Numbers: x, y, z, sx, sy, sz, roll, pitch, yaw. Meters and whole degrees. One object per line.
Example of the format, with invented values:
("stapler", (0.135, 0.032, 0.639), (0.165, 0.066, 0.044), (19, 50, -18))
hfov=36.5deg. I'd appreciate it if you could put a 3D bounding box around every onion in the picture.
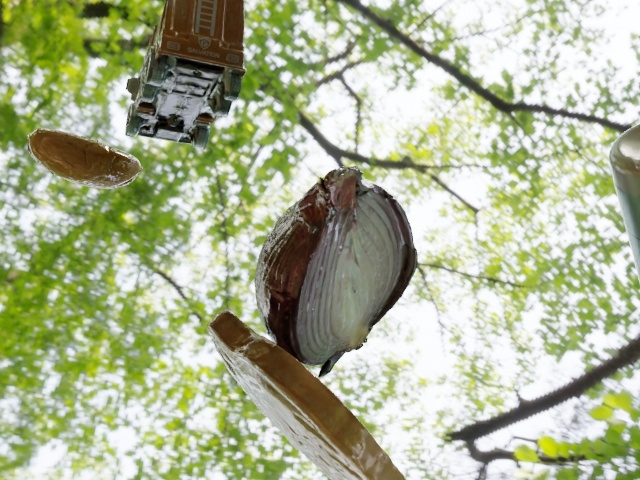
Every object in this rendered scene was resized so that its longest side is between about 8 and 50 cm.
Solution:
("onion", (0.000, 0.000, 1.391), (0.159, 0.348, 0.267), (29, -130, 34))

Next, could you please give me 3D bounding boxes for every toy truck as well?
("toy truck", (-0.204, -0.257, 1.449), (0.305, 0.136, 0.162), (143, -47, -65))

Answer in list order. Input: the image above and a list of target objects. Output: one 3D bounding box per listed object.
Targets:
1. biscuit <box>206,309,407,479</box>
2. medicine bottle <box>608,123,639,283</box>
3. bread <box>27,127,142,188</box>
("biscuit", (-0.015, 0.258, 1.341), (0.062, 0.385, 0.365), (-44, -135, -13))
("medicine bottle", (0.383, 0.048, 0.984), (0.110, 0.351, 0.110), (-18, -153, 10))
("bread", (-0.390, -0.127, 1.585), (0.189, 0.114, 0.077), (19, -109, -9))
